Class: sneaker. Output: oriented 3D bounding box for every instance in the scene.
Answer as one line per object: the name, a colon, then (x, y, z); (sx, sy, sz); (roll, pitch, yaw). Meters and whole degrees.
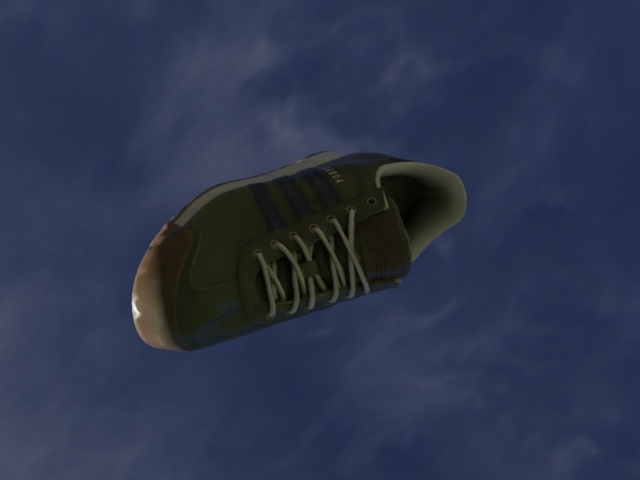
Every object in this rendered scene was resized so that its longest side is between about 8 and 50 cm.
sneaker: (0.000, 0.000, 0.834); (0.192, 0.086, 0.064); (-32, -60, -53)
